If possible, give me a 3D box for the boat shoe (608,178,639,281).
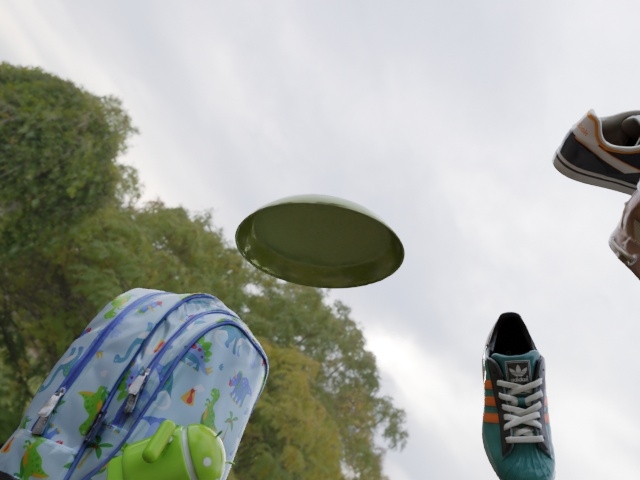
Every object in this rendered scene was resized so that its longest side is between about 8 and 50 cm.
[{"bbox_3d":[0.357,0.060,0.542,0.123,0.324,0.116,20,-56,-14],"label":"boat shoe"}]

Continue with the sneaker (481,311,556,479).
[{"bbox_3d":[0.309,0.248,0.987,0.302,0.108,0.121,-86,169,-46],"label":"sneaker"}]

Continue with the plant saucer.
[{"bbox_3d":[0.000,0.000,0.881,0.241,0.037,0.241,5,-30,3],"label":"plant saucer"}]

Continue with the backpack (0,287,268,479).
[{"bbox_3d":[-0.226,0.232,0.799,0.274,0.355,0.290,-11,-47,23],"label":"backpack"}]

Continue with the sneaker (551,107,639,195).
[{"bbox_3d":[0.593,-0.146,1.101,0.126,0.322,0.127,-87,-169,-48],"label":"sneaker"}]

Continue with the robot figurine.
[{"bbox_3d":[-0.143,0.217,0.590,0.067,0.115,0.101,-118,-167,-61],"label":"robot figurine"}]
